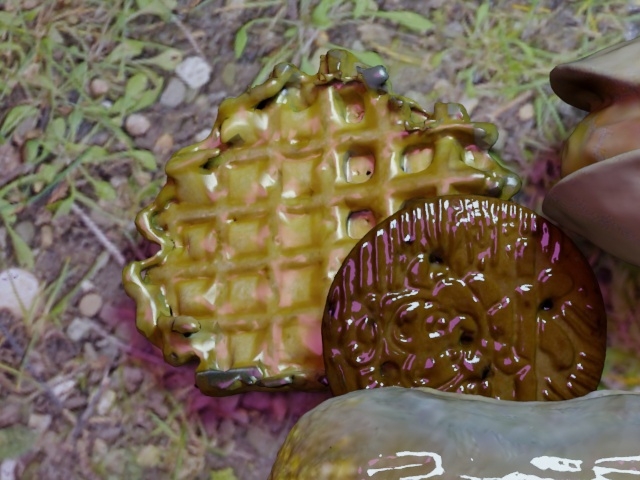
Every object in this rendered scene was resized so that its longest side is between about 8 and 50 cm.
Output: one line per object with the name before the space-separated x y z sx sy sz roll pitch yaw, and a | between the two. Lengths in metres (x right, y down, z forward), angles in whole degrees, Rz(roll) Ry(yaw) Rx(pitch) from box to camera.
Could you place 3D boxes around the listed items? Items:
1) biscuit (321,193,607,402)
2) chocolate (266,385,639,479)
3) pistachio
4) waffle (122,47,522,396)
biscuit | 0.093 0.062 0.755 0.188 0.027 0.188 0 94 -3
chocolate | 0.123 0.149 0.687 0.309 0.134 0.134 5 76 1
pistachio | 0.279 -0.056 0.689 0.299 0.187 0.187 1 76 22
waffle | -0.001 -0.001 0.826 0.262 0.060 0.280 41 90 23
